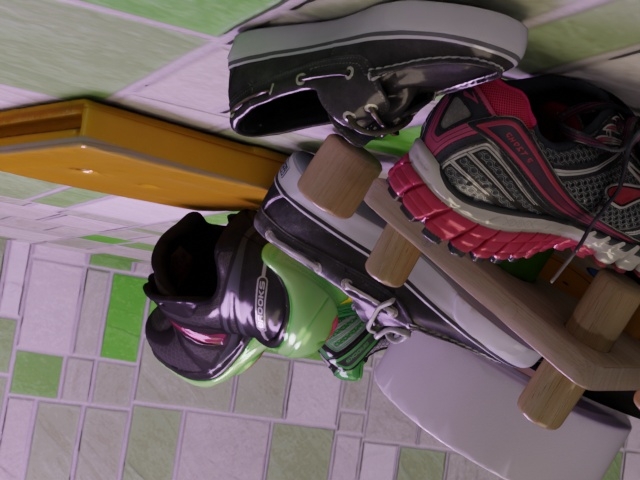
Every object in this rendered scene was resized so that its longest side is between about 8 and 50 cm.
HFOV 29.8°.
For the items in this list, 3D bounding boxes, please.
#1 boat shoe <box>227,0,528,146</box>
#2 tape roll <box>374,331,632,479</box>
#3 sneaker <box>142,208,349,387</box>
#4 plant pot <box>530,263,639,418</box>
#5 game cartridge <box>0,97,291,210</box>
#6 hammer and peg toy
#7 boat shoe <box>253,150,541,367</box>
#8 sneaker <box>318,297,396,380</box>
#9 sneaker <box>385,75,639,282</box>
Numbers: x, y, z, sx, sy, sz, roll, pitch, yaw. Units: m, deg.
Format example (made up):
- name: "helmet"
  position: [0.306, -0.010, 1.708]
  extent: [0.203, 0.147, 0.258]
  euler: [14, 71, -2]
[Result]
- name: "boat shoe"
  position: [0.023, -0.094, 0.730]
  extent: [0.228, 0.076, 0.080]
  euler: [3, 172, 41]
- name: "tape roll"
  position: [0.207, 0.179, 1.366]
  extent: [0.286, 0.100, 0.286]
  euler: [28, -172, -4]
- name: "sneaker"
  position: [-0.119, 0.052, 1.476]
  extent: [0.202, 0.185, 0.483]
  euler: [38, 153, -12]
- name: "plant pot"
  position: [0.357, 0.099, 1.269]
  extent: [0.167, 0.187, 0.188]
  euler: [38, 165, -14]
- name: "game cartridge"
  position: [-0.178, -0.081, 1.262]
  extent: [0.324, 0.052, 0.285]
  euler: [10, 174, -41]
- name: "hammer and peg toy"
  position: [0.165, 0.005, 1.011]
  extent: [0.266, 0.127, 0.361]
  euler: [8, -153, -47]
- name: "boat shoe"
  position: [0.071, 0.041, 1.157]
  extent: [0.306, 0.105, 0.113]
  euler: [33, -156, 2]
- name: "sneaker"
  position: [0.147, 0.090, 1.607]
  extent: [0.343, 0.146, 0.134]
  euler: [-17, 178, -12]
- name: "sneaker"
  position: [0.192, -0.048, 0.814]
  extent: [0.299, 0.112, 0.121]
  euler: [0, -137, -38]
